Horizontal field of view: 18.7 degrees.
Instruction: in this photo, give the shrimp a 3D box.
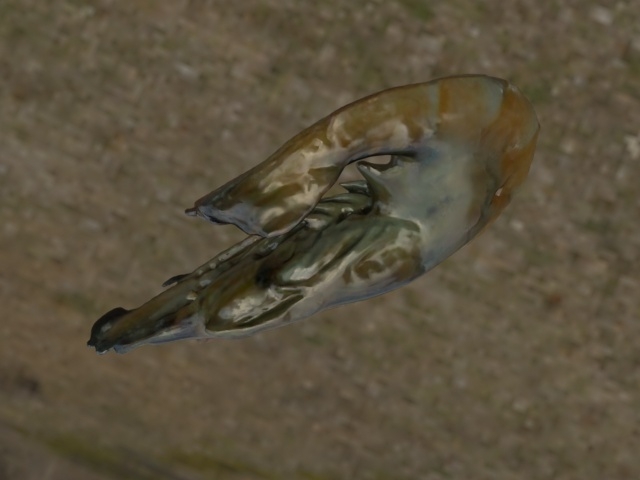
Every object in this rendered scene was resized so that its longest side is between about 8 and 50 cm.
[{"bbox_3d":[0.002,-0.011,0.974,0.145,0.254,0.059,94,152,-53],"label":"shrimp"}]
